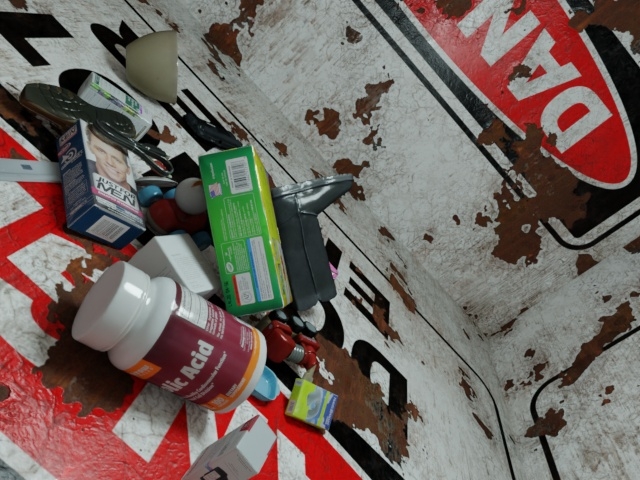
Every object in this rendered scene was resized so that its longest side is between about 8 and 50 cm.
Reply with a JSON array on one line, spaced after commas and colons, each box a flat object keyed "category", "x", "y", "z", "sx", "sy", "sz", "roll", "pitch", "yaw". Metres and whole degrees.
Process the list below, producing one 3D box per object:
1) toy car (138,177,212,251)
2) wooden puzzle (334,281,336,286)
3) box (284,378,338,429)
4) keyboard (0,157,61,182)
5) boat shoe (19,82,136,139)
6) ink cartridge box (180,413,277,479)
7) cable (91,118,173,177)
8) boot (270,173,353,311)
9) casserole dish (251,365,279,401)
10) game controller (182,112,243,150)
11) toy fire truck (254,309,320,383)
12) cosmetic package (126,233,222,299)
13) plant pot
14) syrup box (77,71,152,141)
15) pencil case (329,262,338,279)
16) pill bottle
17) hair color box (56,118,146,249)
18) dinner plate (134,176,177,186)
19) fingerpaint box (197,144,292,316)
[{"category": "toy car", "x": -0.398, "y": -0.116, "z": 1.675, "sx": 0.219, "sy": 0.238, "sz": 0.210, "roll": 56, "pitch": 21, "yaw": 16}, {"category": "wooden puzzle", "x": -0.114, "y": 0.061, "z": 2.205, "sx": 0.348, "sy": 0.080, "sz": 0.322, "roll": 26, "pitch": 31, "yaw": -39}, {"category": "box", "x": -0.018, "y": 0.492, "z": 1.605, "sx": 0.178, "sy": 0.042, "sz": 0.109, "roll": 36, "pitch": 62, "yaw": -36}, {"category": "keyboard", "x": -0.749, "y": -0.179, "z": 1.382, "sx": 0.072, "sy": 0.014, "sz": 0.256, "roll": 49, "pitch": 19, "yaw": 12}, {"category": "boat shoe", "x": -0.716, "y": -0.346, "z": 1.592, "sx": 0.324, "sy": 0.120, "sz": 0.122, "roll": 20, "pitch": 41, "yaw": -40}, {"category": "ink cartridge box", "x": -0.195, "y": 0.470, "z": 1.157, "sx": 0.072, "sy": 0.175, "sz": 0.127, "roll": 52, "pitch": 20, "yaw": -3}, {"category": "cable", "x": -0.550, "y": -0.258, "z": 1.608, "sx": 0.287, "sy": 0.072, "sz": 0.139, "roll": 18, "pitch": 35, "yaw": -54}, {"category": "boot", "x": -0.002, "y": 0.001, "z": 1.978, "sx": 0.146, "sy": 0.367, "sz": 0.445, "roll": -5, "pitch": -81, "yaw": 67}, {"category": "casserole dish", "x": -0.193, "y": 0.383, "z": 1.517, "sx": 0.188, "sy": 0.037, "sz": 0.114, "roll": 41, "pitch": 22, "yaw": -21}, {"category": "game controller", "x": -0.478, "y": -0.475, "z": 2.427, "sx": 0.166, "sy": 0.067, "sz": 0.319, "roll": 44, "pitch": 15, "yaw": 29}, {"category": "toy fire truck", "x": -0.091, "y": 0.362, "z": 1.649, "sx": 0.217, "sy": 0.158, "sz": 0.246, "roll": 32, "pitch": 16, "yaw": -41}, {"category": "cosmetic package", "x": -0.393, "y": 0.099, "z": 1.430, "sx": 0.183, "sy": 0.151, "sz": 0.151, "roll": 55, "pitch": 20, "yaw": 10}, {"category": "plant pot", "x": -0.674, "y": -0.695, "z": 2.149, "sx": 0.191, "sy": 0.284, "sz": 0.284, "roll": -1, "pitch": 43, "yaw": -18}, {"category": "syrup box", "x": -0.700, "y": -0.453, "z": 1.844, "sx": 0.237, "sy": 0.096, "sz": 0.093, "roll": 33, "pitch": 26, "yaw": -37}, {"category": "pencil case", "x": -0.025, "y": 0.089, "z": 2.105, "sx": 0.209, "sy": 0.098, "sz": 0.095, "roll": 47, "pitch": -20, "yaw": 3}, {"category": "pill bottle", "x": -0.334, "y": 0.222, "z": 1.232, "sx": 0.392, "sy": 0.224, "sz": 0.224, "roll": 37, "pitch": 24, "yaw": -31}, {"category": "hair color box", "x": -0.606, "y": -0.157, "z": 1.481, "sx": 0.174, "sy": 0.105, "sz": 0.347, "roll": 36, "pitch": 23, "yaw": -52}, {"category": "dinner plate", "x": -0.523, "y": -0.186, "z": 1.699, "sx": 0.141, "sy": 0.141, "sz": 0.017, "roll": 6, "pitch": 83, "yaw": -62}, {"category": "fingerpaint box", "x": -0.212, "y": -0.012, "z": 1.591, "sx": 0.371, "sy": 0.163, "sz": 0.444, "roll": 79, "pitch": -1, "yaw": -87}]
